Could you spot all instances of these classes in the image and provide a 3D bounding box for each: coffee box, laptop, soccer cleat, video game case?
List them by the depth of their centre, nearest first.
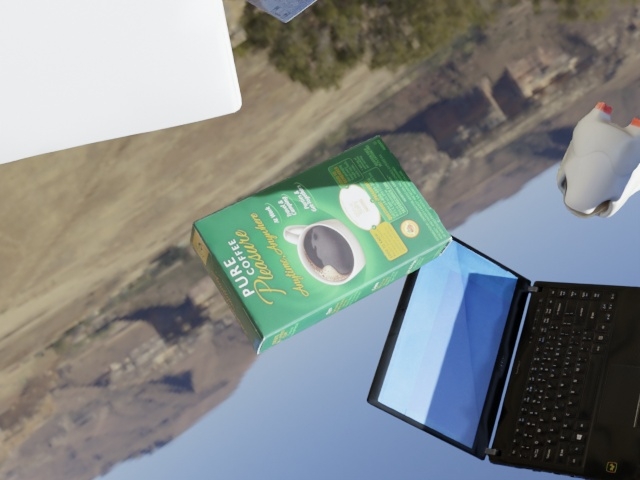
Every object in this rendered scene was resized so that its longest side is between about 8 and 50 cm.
[{"bbox_3d":[0.208,-0.052,0.737,0.076,0.068,0.196,-64,162,8],"label":"soccer cleat"},{"bbox_3d":[0.000,0.000,0.794,0.184,0.113,0.040,-28,164,-23],"label":"coffee box"},{"bbox_3d":[0.223,0.114,1.070,0.264,0.136,0.234,2,-121,33],"label":"laptop"},{"bbox_3d":[-0.077,-0.300,1.108,0.019,0.143,0.157,-64,-164,-7],"label":"video game case"}]

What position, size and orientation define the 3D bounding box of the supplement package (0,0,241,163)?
[{"bbox_3d":[-0.160,-0.212,0.514,0.175,0.293,0.178,-13,150,-4],"label":"supplement package"}]
